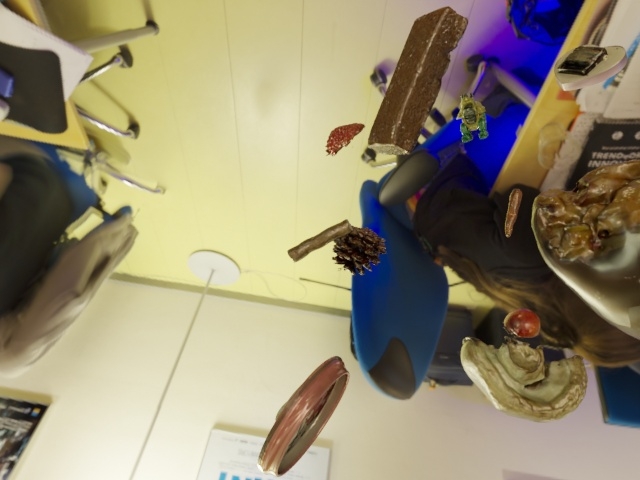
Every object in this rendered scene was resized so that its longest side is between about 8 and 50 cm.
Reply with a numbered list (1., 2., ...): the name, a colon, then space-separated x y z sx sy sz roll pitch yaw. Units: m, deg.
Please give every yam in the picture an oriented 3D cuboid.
1. yam: 0.000 0.000 1.568 0.253 0.061 0.061 -28 132 2

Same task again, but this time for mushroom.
1. mushroom: 0.463 0.335 1.022 0.267 0.163 0.189 15 157 -1

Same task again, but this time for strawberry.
1. strawberry: 0.097 -0.421 1.680 0.087 0.167 0.208 46 145 -7

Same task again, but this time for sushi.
1. sushi: 0.377 -0.002 0.493 0.213 0.203 0.200 -28 171 26

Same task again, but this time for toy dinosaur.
1. toy dinosaur: 0.522 -0.408 1.464 0.094 0.259 0.153 -6 94 29

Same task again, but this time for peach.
1. peach: 0.539 0.215 1.154 0.098 0.098 0.061 5 112 8

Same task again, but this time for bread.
1. bread: 0.278 -0.454 1.272 0.113 0.165 0.416 20 96 -23

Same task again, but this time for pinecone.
1. pinecone: 0.145 0.042 1.697 0.222 0.221 0.221 6 139 6

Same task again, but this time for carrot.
1. carrot: 0.616 -0.088 1.382 0.036 0.164 0.035 14 174 1

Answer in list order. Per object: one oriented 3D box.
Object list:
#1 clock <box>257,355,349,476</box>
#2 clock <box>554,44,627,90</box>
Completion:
1. clock: -0.029 0.323 0.804 0.056 0.244 0.244 31 145 21
2. clock: 0.791 -0.530 1.299 0.172 0.198 0.064 -42 123 1
